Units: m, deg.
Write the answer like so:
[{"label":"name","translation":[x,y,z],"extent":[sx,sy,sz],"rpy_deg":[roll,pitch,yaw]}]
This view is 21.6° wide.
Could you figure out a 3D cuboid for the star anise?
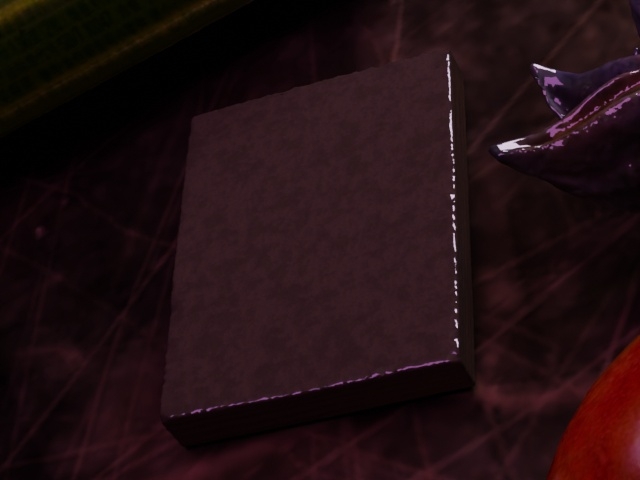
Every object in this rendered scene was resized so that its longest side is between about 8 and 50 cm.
[{"label":"star anise","translation":[0.154,-0.039,0.619],"extent":[0.181,0.061,0.204],"rpy_deg":[-29,40,-27]}]

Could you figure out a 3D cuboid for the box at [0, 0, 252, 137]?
[{"label":"box","translation":[-0.139,-0.122,0.836],"extent":[0.346,0.097,0.134],"rpy_deg":[-28,37,6]}]

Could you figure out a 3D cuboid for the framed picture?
[{"label":"framed picture","translation":[0.000,0.000,0.709],"extent":[0.128,0.023,0.168],"rpy_deg":[-13,49,18]}]

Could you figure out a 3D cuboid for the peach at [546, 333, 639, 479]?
[{"label":"peach","translation":[0.129,0.077,0.522],"extent":[0.118,0.151,0.151],"rpy_deg":[16,50,-15]}]
